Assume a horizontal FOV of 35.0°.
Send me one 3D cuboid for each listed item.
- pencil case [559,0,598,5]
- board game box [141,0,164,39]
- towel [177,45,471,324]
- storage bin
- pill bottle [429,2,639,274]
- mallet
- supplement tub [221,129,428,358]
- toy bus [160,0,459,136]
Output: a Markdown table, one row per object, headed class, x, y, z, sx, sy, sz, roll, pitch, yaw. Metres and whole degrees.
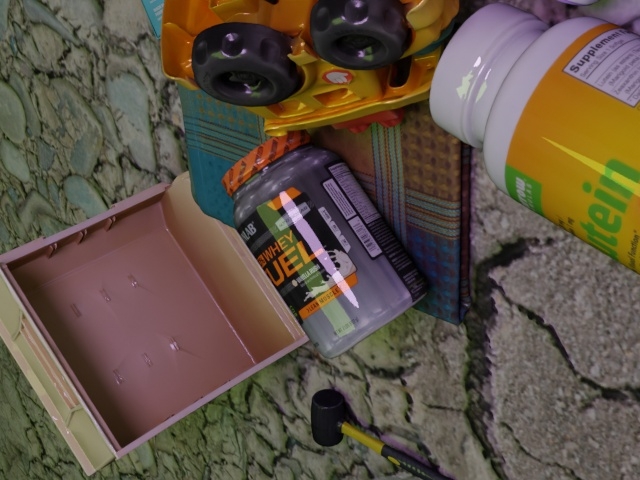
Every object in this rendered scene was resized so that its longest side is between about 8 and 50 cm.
| class | x | y | z | sx | sy | sz | roll | pitch | yaw |
| --- | --- | --- | --- | --- | --- | --- | --- | --- | --- |
| pencil case | 0.205 | -0.225 | 0.607 | 0.086 | 0.088 | 0.206 | 58 | 144 | 8 |
| board game box | -0.103 | -0.374 | 0.849 | 0.254 | 0.079 | 0.336 | -16 | 100 | 42 |
| towel | -0.008 | -0.093 | 0.988 | 0.370 | 0.040 | 0.271 | 22 | 130 | 38 |
| storage bin | -0.202 | 0.081 | 1.141 | 0.260 | 0.262 | 0.123 | 56 | 145 | 7 |
| pill bottle | 0.197 | -0.066 | 0.677 | 0.246 | 0.136 | 0.136 | 35 | 136 | 31 |
| mallet | 0.063 | 0.234 | 1.117 | 0.190 | 0.039 | 0.062 | 30 | 132 | 29 |
| supplement tub | 0.000 | 0.000 | 0.913 | 0.190 | 0.117 | 0.117 | 55 | 143 | 5 |
| toy bus | 0.025 | -0.156 | 0.762 | 0.220 | 0.211 | 0.149 | -9 | 62 | 31 |
